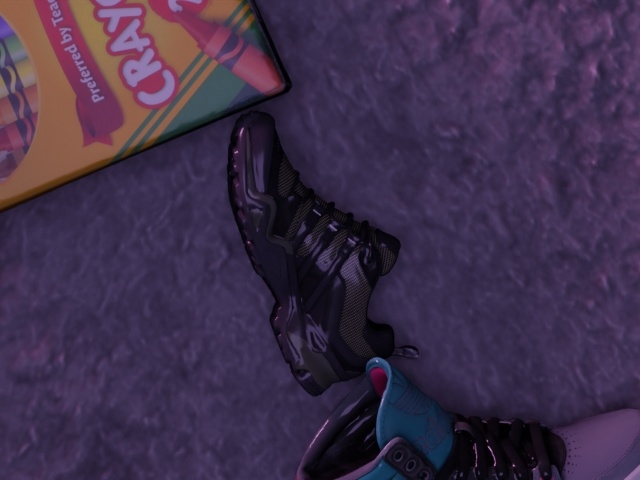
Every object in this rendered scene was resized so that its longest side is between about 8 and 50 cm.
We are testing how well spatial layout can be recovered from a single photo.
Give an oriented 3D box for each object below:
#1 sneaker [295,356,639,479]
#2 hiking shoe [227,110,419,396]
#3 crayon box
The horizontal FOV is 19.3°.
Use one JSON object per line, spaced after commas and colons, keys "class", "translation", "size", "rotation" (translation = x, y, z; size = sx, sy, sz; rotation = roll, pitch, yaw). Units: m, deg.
{"class": "sneaker", "translation": [0.105, 0.157, 1.418], "size": [0.295, 0.124, 0.178], "rotation": [-26, 116, 4]}
{"class": "hiking shoe", "translation": [0.000, 0.000, 1.454], "size": [0.114, 0.086, 0.227], "rotation": [-18, 101, -6]}
{"class": "crayon box", "translation": [-0.206, -0.145, 1.446], "size": [0.318, 0.081, 0.202], "rotation": [-24, 92, 3]}
